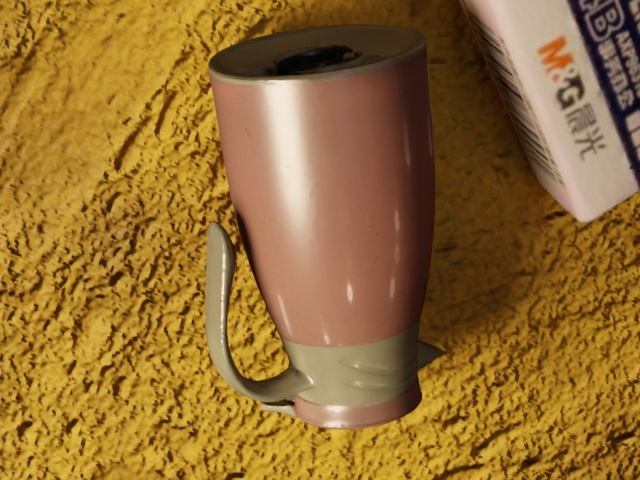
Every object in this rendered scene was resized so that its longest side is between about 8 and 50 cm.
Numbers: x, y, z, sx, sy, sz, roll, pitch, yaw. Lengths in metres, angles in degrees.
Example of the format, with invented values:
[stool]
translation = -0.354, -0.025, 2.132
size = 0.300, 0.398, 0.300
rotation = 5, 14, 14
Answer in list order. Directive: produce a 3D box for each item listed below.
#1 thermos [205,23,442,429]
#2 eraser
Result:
[thermos]
translation = 0.000, 0.000, 1.326
size = 0.176, 0.146, 0.265
rotation = -13, 109, -24
[eraser]
translation = 0.171, -0.159, 1.345
size = 0.130, 0.086, 0.287
rotation = -35, 128, -7
